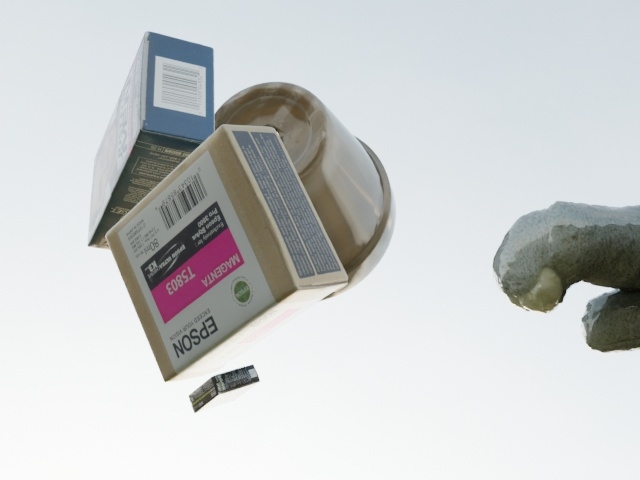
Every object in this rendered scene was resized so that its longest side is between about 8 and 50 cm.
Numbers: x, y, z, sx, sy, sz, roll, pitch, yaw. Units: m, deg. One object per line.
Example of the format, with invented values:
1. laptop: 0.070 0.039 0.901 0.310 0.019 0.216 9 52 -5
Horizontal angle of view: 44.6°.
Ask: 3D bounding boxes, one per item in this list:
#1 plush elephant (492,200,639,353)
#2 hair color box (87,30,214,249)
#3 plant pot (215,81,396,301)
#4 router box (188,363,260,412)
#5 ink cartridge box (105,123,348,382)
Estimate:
1. plush elephant: 0.312 0.061 0.470 0.330 0.255 0.272 14 -42 -33
2. hair color box: -0.262 -0.130 1.175 0.105 0.174 0.347 9 -31 -24
3. plant pot: -0.055 -0.094 1.238 0.323 0.323 0.280 -2 -24 12
4. router box: -0.182 0.278 1.463 0.092 0.038 0.122 -12 -20 -38
5. ink cartridge box: -0.111 0.018 0.845 0.235 0.088 0.193 -37 -109 34
